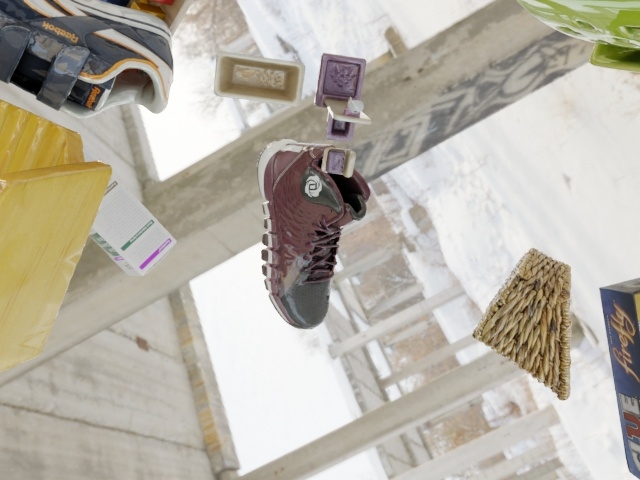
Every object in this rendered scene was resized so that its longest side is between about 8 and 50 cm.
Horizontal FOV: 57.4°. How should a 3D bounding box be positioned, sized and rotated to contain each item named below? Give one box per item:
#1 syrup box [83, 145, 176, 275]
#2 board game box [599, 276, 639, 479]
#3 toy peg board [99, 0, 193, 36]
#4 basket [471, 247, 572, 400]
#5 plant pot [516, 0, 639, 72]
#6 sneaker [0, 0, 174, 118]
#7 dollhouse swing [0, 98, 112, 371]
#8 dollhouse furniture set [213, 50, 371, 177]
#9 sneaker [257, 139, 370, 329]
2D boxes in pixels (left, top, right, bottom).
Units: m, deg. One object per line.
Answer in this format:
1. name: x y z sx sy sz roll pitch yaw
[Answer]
1. syrup box: -0.384 -0.047 1.064 0.237 0.096 0.093 51 154 -19
2. board game box: 0.363 0.094 0.490 0.042 0.243 0.165 -171 70 -79
3. toy peg board: -0.265 -0.369 0.819 0.161 0.160 0.079 54 -147 14
4. basket: 0.488 0.155 1.250 0.223 0.213 0.299 35 -162 16
5. plant pot: 0.335 -0.258 0.492 0.207 0.228 0.227 21 -176 -45
6. sneaker: -0.328 -0.231 0.715 0.321 0.126 0.127 -1 -106 -36
7. dollhouse swing: -0.476 -0.031 0.571 0.347 0.315 0.305 24 -177 27
8. dollhouse furniture set: -0.021 -0.089 0.423 0.081 0.114 0.091 -107 25 -65
9. sneaker: 0.000 0.000 0.801 0.106 0.162 0.281 -21 -72 -42
